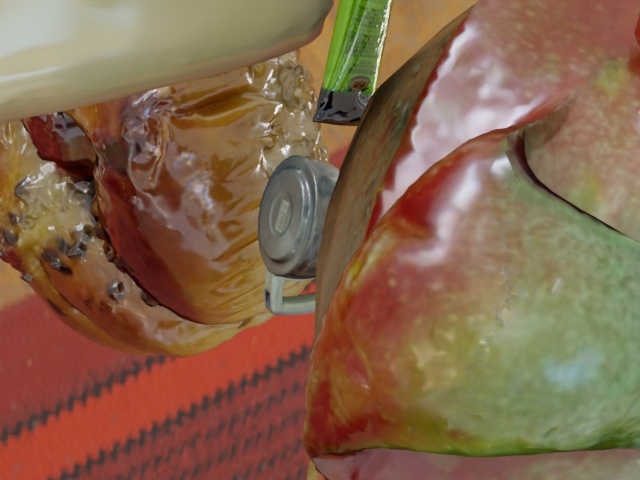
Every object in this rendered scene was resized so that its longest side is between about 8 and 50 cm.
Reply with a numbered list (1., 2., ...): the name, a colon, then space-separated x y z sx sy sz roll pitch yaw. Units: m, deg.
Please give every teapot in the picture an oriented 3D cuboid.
1. teapot: 0.000 0.000 0.949 0.057 0.066 0.088 9 105 -28

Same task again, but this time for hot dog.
1. hot dog: -0.141 -0.097 1.162 0.196 0.367 0.365 -28 84 -22

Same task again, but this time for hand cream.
1. hand cream: 0.022 -0.109 0.767 0.036 0.122 0.023 -2 17 -46

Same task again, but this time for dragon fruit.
1. dragon fruit: 0.088 0.037 0.434 0.130 0.295 0.268 10 70 37

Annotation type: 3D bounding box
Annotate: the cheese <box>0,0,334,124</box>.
1. cheese: -0.151 -0.131 0.378 0.266 0.124 0.242 -15 100 -17
